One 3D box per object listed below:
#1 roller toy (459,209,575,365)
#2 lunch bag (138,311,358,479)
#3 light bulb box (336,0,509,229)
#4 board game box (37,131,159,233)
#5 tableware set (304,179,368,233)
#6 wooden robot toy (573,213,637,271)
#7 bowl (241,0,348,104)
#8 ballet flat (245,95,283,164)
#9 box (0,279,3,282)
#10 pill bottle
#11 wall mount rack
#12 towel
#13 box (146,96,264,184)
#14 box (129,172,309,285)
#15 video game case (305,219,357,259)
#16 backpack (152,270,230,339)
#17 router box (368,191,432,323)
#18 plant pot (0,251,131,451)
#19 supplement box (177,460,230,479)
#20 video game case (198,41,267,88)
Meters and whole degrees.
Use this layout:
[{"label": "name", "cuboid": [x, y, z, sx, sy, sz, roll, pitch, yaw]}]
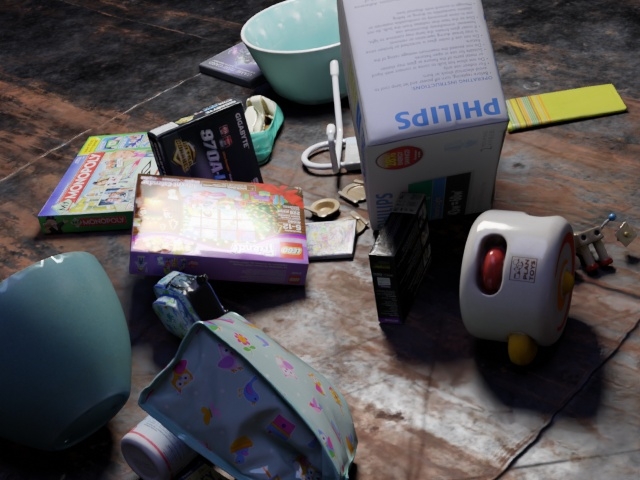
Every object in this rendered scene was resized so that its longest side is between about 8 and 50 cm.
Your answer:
[{"label": "roller toy", "cuboid": [0.293, 0.056, 1.592, 0.146, 0.191, 0.209, 6, 37, 23]}, {"label": "lunch bag", "cuboid": [-0.070, 0.222, 1.389, 0.262, 0.160, 0.223, 38, 5, 5]}, {"label": "light bulb box", "cuboid": [0.159, -0.257, 1.838, 0.225, 0.358, 0.361, -10, 69, 1]}, {"label": "board game box", "cuboid": [-0.411, -0.122, 2.209, 0.214, 0.046, 0.317, -3, 34, 11]}, {"label": "tableware set", "cuboid": [0.060, -0.062, 2.000, 0.169, 0.020, 0.141, -31, 38, -28]}, {"label": "wooden robot toy", "cuboid": [0.414, 0.014, 1.759, 0.173, 0.076, 0.079, -18, -2, -11]}, {"label": "bowl", "cuboid": [-0.006, -0.409, 2.414, 0.312, 0.163, 0.311, -8, 32, 5]}, {"label": "ballet flat", "cuboid": [-0.125, -0.250, 2.278, 0.083, 0.087, 0.247, -6, 33, 8]}, {"label": "box", "cuboid": [-0.586, 0.107, 1.777, 0.137, 0.027, 0.094, -19, 10, 15]}, {"label": "pill bottle", "cuboid": [-0.192, 0.260, 1.526, 0.087, 0.087, 0.160, 17, 42, 36]}, {"label": "wall mount rack", "cuboid": [0.129, -0.250, 2.163, 0.350, 0.130, 0.304, -6, 33, 7]}, {"label": "towel", "cuboid": [0.476, -0.262, 2.180, 0.237, 0.021, 0.102, -9, 38, 1]}, {"label": "box", "cuboid": [-0.200, -0.126, 1.991, 0.175, 0.220, 0.051, -25, 30, -22]}, {"label": "box", "cuboid": [-0.171, -0.021, 1.867, 0.293, 0.057, 0.201, 4, 43, -9]}, {"label": "video game case", "cuboid": [0.000, 0.000, 1.917, 0.122, 0.011, 0.087, -4, 43, 13]}, {"label": "backpack", "cuboid": [-0.217, 0.103, 1.756, 0.084, 0.105, 0.114, -42, 32, -23]}, {"label": "router box", "cuboid": [0.129, 0.026, 1.740, 0.046, 0.133, 0.179, 5, 36, 21]}, {"label": "plant pot", "cuboid": [-0.383, 0.183, 1.571, 0.290, 0.290, 0.195, -33, 74, -29]}, {"label": "supplement box", "cuboid": [-0.137, 0.340, 1.389, 0.083, 0.083, 0.056, 22, 45, 40]}, {"label": "video game case", "cuboid": [-0.128, -0.449, 2.640, 0.274, 0.026, 0.196, -35, 40, -30]}]
